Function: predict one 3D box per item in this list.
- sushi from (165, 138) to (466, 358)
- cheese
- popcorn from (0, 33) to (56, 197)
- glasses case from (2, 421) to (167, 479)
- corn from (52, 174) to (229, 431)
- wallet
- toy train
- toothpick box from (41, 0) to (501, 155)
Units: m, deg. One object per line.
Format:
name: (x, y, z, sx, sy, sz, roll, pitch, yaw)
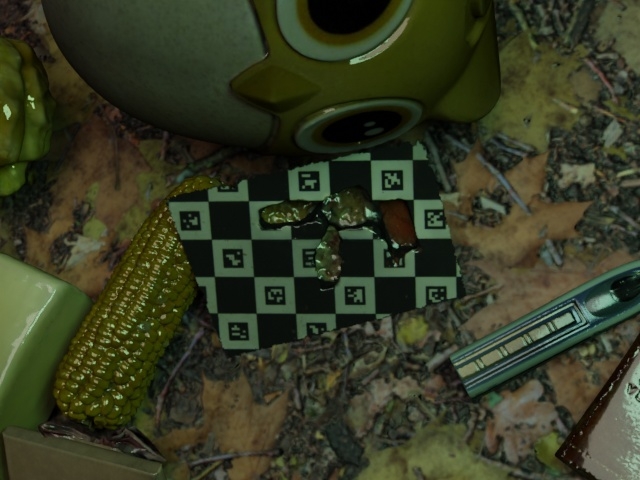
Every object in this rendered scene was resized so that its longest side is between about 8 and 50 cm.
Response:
sushi: (0.000, 0.000, 1.240, 0.279, 0.043, 0.193, -15, 107, 12)
cheese: (-0.421, 0.118, 1.318, 0.265, 0.124, 0.243, 21, 84, 23)
popcorn: (-0.445, -0.158, 1.365, 0.286, 0.215, 0.252, -6, 78, 20)
glasses case: (-0.239, 0.226, 1.236, 0.193, 0.070, 0.102, 10, 119, 18)
corn: (-0.192, 0.062, 1.275, 0.102, 0.102, 0.313, 22, 81, 22)
wallet: (0.350, 0.140, 1.117, 0.137, 0.031, 0.255, 33, 87, 19)
toy train: (0.249, 0.076, 1.161, 0.252, 0.048, 0.055, -30, 69, 6)
toothpick box: (-0.030, -0.281, 1.163, 0.425, 0.409, 0.409, 9, 76, 14)
